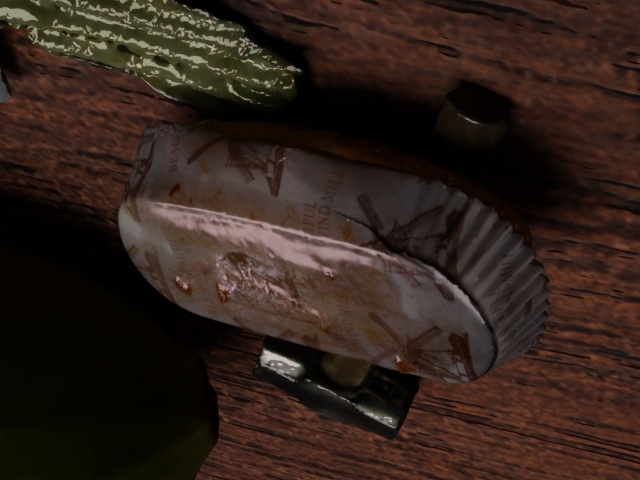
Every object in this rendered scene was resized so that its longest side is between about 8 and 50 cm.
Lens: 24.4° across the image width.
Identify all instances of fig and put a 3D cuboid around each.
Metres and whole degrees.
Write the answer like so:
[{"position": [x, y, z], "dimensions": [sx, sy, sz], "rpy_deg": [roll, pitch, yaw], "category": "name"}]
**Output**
[{"position": [-0.228, 0.135, 1.050], "dimensions": [0.316, 0.316, 0.316], "rpy_deg": [18, 150, 11], "category": "fig"}]

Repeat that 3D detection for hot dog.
[{"position": [0.000, 0.000, 0.802], "dimensions": [0.268, 0.075, 0.144], "rpy_deg": [18, 138, 32], "category": "hot dog"}]

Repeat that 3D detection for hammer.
[{"position": [0.042, 0.018, 0.892], "dimensions": [0.111, 0.043, 0.365], "rpy_deg": [25, 148, 2], "category": "hammer"}]

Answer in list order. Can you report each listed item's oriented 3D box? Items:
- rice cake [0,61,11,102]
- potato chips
[{"position": [-0.277, -0.127, 0.804], "dimensions": [0.189, 0.037, 0.198], "rpy_deg": [-13, 145, -10], "category": "rice cake"}, {"position": [-0.106, -0.109, 0.798], "dimensions": [0.207, 0.028, 0.092], "rpy_deg": [19, 148, 1], "category": "potato chips"}]
